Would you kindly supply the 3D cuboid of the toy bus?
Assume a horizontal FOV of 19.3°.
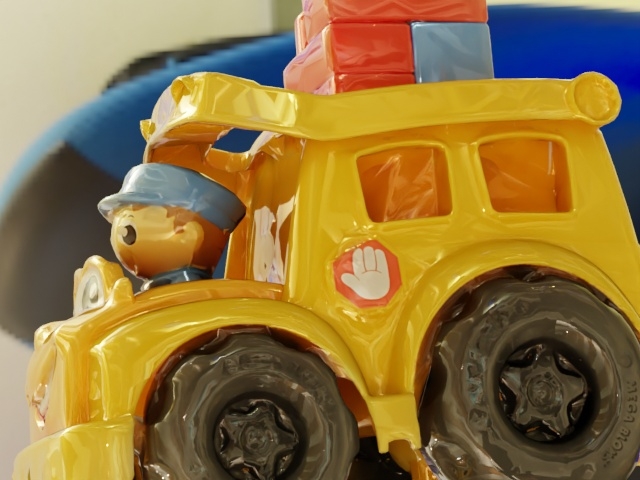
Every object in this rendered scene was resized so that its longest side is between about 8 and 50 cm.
[{"bbox_3d":[0.000,0.000,0.643,0.149,0.220,0.212,151,112,-70],"label":"toy bus"}]
